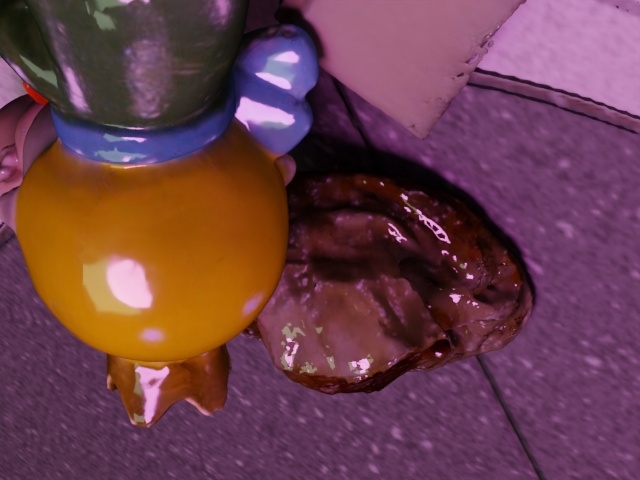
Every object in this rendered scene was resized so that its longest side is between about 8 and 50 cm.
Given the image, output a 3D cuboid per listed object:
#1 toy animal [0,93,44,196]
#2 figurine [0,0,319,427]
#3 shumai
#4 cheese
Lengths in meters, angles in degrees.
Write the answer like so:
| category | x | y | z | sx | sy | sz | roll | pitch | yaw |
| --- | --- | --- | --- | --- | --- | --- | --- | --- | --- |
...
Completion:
| category | x | y | z | sx | sy | sz | roll | pitch | yaw |
| --- | --- | --- | --- | --- | --- | --- | --- | --- | --- |
| toy animal | -0.111 | -0.041 | 0.910 | 0.089 | 0.083 | 0.150 | 39 | 163 | -28 |
| figurine | -0.089 | -0.054 | 0.783 | 0.185 | 0.127 | 0.234 | 32 | 145 | 37 |
| shumai | 0.010 | 0.031 | 0.854 | 0.139 | 0.105 | 0.123 | 26 | 146 | 21 |
| cheese | 0.078 | -0.144 | 0.624 | 0.085 | 0.034 | 0.400 | 42 | 149 | 1 |
